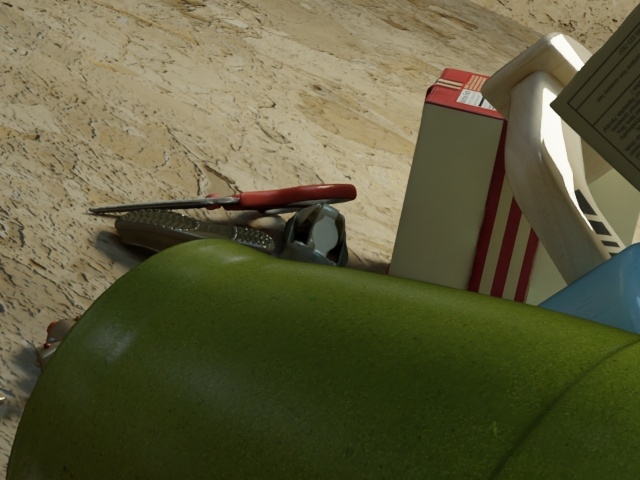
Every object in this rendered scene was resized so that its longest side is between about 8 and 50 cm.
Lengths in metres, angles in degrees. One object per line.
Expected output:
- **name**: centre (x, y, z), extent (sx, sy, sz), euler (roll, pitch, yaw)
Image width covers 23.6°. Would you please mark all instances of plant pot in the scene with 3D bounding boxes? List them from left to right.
- **plant pot**: centre (0.030, 0.166, 0.831), extent (0.353, 0.366, 0.366), euler (26, 18, 31)

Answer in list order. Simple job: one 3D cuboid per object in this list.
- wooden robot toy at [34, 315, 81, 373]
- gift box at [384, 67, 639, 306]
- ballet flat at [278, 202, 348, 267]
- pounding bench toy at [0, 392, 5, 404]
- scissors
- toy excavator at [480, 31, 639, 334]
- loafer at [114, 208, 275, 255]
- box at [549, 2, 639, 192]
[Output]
- **wooden robot toy**: centre (-0.168, 0.073, 1.154), extent (0.079, 0.076, 0.173), euler (27, 17, 33)
- **gift box**: centre (0.207, -0.004, 1.500), extent (0.276, 0.258, 0.255), euler (16, 17, 11)
- **ballet flat**: centre (0.000, 0.000, 1.520), extent (0.072, 0.068, 0.213), euler (24, 21, -4)
- **pounding bench toy**: centre (-0.250, 0.117, 0.948), extent (0.052, 0.065, 0.083), euler (35, 22, 19)
- **scissors**: centre (-0.085, -0.042, 1.501), extent (0.109, 0.021, 0.297), euler (-9, -6, 39)
- **toy excavator**: centre (0.226, 0.058, 1.152), extent (0.445, 0.222, 0.433), euler (57, 31, 4)
- **loafer**: centre (-0.117, 0.008, 1.394), extent (0.148, 0.050, 0.056), euler (12, 17, 5)
- **box**: centre (0.338, -0.053, 1.126), extent (0.311, 0.148, 0.121), euler (46, 27, 7)
